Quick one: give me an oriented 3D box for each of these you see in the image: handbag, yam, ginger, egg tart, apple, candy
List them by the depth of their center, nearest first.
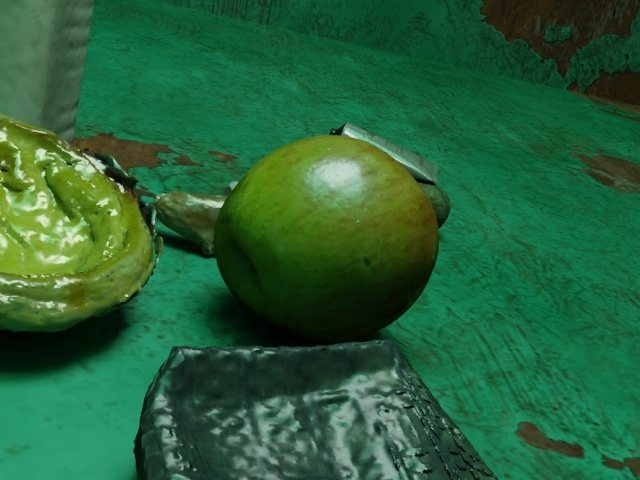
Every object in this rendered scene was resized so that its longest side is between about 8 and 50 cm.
[{"bbox_3d":[-0.001,0.150,0.611,0.271,0.088,0.175,2,31,-28],"label":"handbag"},{"bbox_3d":[-0.271,-0.011,0.772,0.279,0.095,0.279,22,32,-15],"label":"egg tart"},{"bbox_3d":[0.000,0.000,0.843,0.196,0.195,0.196,12,20,-5],"label":"apple"},{"bbox_3d":[-0.347,-0.249,1.031,0.145,0.358,0.208,14,14,-1],"label":"candy"},{"bbox_3d":[-0.020,-0.035,1.042,0.334,0.147,0.081,-6,-2,-28],"label":"ginger"},{"bbox_3d":[0.091,-0.049,1.196,0.147,0.069,0.069,7,21,-21],"label":"yam"}]

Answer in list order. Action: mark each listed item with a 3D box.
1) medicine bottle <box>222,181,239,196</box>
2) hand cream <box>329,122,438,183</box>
[{"bbox_3d":[-0.069,-0.041,1.093,0.089,0.052,0.052,3,23,-26],"label":"medicine bottle"},{"bbox_3d":[0.101,-0.138,1.471,0.186,0.054,0.087,20,25,-1],"label":"hand cream"}]
